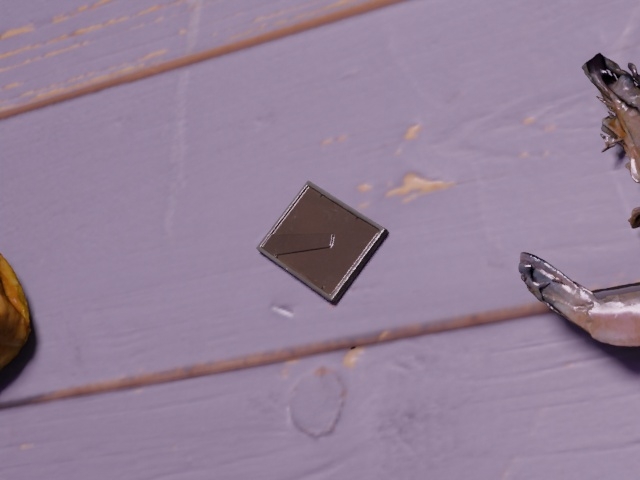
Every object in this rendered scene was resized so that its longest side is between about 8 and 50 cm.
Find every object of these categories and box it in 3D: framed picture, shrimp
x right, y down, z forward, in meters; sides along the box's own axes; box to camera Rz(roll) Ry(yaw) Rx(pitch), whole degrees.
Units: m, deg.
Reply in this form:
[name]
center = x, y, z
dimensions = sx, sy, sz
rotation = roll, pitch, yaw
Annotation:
[framed picture]
center = 0.000, 0.000, 1.065
dimensions = 0.089, 0.006, 0.066
rotation = 32, 84, 41
[shrimp]
center = 0.190, -0.022, 0.932
dimensions = 0.152, 0.046, 0.219
rotation = -30, 52, 11

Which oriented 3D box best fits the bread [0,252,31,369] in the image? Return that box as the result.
[bread]
center = -0.358, 0.104, 1.189
dimensions = 0.271, 0.077, 0.139
rotation = -38, 46, 7
